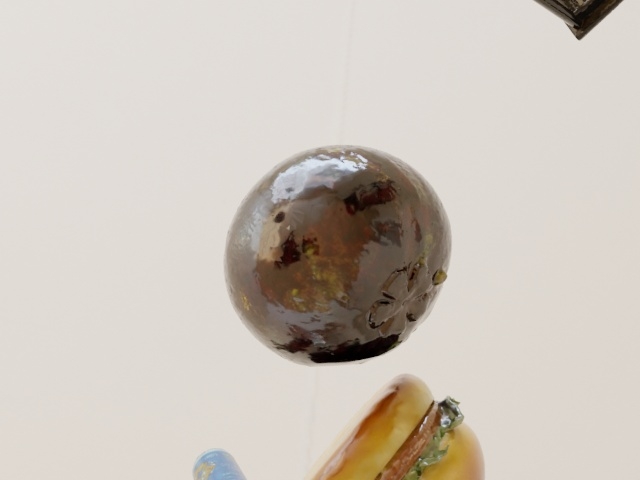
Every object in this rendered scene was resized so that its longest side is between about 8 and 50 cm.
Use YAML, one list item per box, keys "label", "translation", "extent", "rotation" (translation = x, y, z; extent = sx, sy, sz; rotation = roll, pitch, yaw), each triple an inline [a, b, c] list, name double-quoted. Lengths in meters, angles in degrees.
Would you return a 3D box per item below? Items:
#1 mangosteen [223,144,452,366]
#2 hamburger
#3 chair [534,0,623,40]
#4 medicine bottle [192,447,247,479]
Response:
- label: "mangosteen"
  translation: [0.000, 0.000, 1.221]
  extent: [0.231, 0.231, 0.289]
  rotation: [-56, -143, 6]
- label: "hamburger"
  translation: [0.079, 0.266, 1.262]
  extent: [0.170, 0.246, 0.246]
  rotation: [42, -81, 5]
- label: "chair"
  translation: [0.233, -0.270, 1.030]
  extent: [0.154, 0.260, 0.141]
  rotation: [-41, -122, 24]
- label: "medicine bottle"
  translation: [-0.085, 0.268, 1.202]
  extent: [0.051, 0.191, 0.051]
  rotation: [-5, -75, -19]
